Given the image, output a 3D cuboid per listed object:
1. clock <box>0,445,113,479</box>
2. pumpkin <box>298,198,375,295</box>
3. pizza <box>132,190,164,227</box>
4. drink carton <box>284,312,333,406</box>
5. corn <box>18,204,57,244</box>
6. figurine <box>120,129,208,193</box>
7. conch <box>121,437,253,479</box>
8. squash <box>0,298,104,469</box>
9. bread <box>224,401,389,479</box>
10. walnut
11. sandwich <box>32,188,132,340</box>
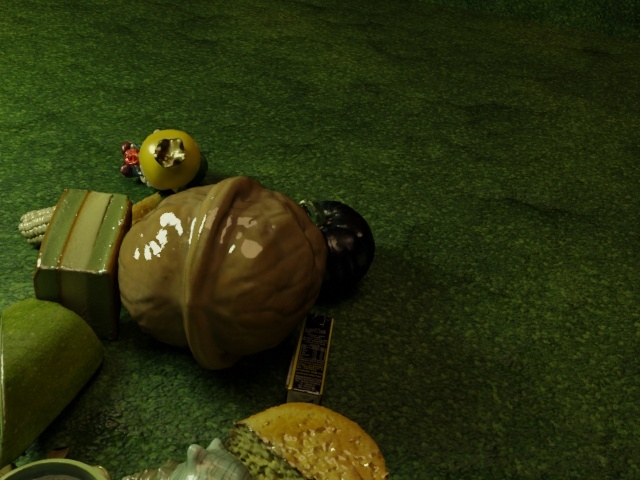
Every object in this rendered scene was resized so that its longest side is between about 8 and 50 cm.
[{"bbox_3d":[-0.311,0.319,0.817,0.170,0.069,0.232,-11,39,-24],"label":"clock"},{"bbox_3d":[0.001,0.011,1.257,0.194,0.150,0.194,10,54,-14],"label":"pumpkin"},{"bbox_3d":[-0.241,0.010,1.257,0.288,0.075,0.280,8,36,2],"label":"pizza"},{"bbox_3d":[-0.018,0.187,1.062,0.056,0.071,0.165,12,34,0],"label":"drink carton"},{"bbox_3d":[-0.430,-0.023,1.219,0.211,0.087,0.087,-9,19,42],"label":"corn"},{"bbox_3d":[-0.311,-0.155,1.370,0.185,0.127,0.234,13,8,1],"label":"figurine"},{"bbox_3d":[-0.131,0.280,0.816,0.137,0.234,0.114,20,60,-48],"label":"conch"},{"bbox_3d":[-0.411,0.169,0.940,0.169,0.093,0.252,15,23,6],"label":"squash"},{"bbox_3d":[0.000,0.285,0.865,0.229,0.143,0.139,34,43,28],"label":"bread"},{"bbox_3d":[-0.144,0.045,1.056,0.296,0.285,0.285,7,35,10],"label":"walnut"},{"bbox_3d":[-0.358,0.034,1.116,0.117,0.144,0.187,6,44,-6],"label":"sandwich"}]
